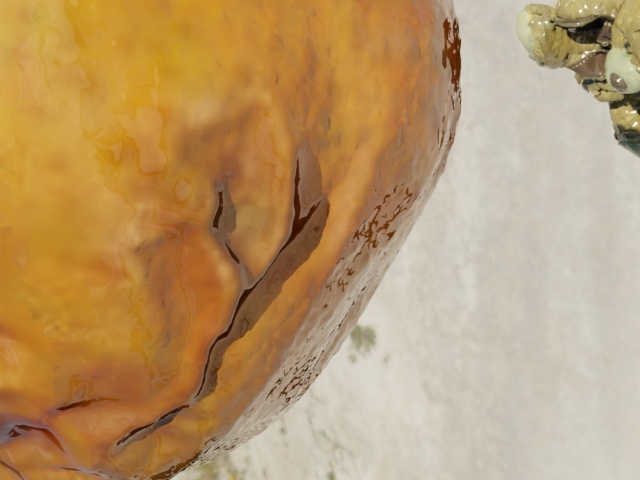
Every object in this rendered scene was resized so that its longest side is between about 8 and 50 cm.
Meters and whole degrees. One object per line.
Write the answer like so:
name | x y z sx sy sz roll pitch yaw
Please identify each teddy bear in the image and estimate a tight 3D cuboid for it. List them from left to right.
teddy bear | 0.387 -0.219 1.222 0.267 0.156 0.256 43 179 -10

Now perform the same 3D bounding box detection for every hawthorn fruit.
hawthorn fruit | -0.138 -0.062 0.669 0.472 0.472 0.471 166 90 -68
